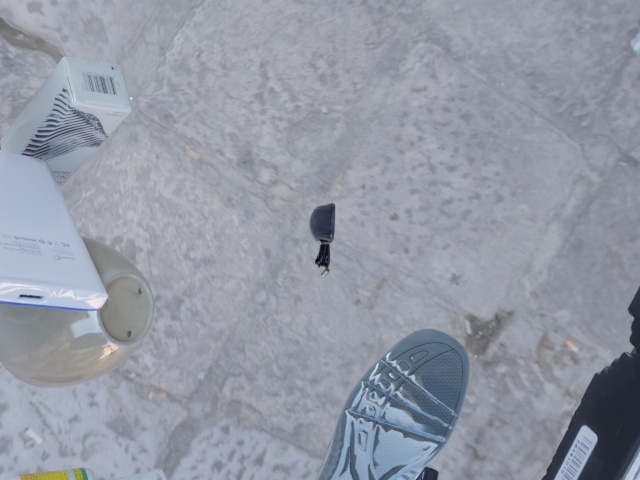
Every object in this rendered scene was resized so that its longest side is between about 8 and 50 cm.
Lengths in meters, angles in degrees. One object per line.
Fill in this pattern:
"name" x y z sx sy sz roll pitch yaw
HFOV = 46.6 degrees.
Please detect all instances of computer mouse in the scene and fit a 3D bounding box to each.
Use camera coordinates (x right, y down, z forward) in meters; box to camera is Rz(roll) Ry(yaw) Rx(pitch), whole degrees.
"computer mouse" 0.000 0.000 1.821 0.060 0.262 0.184 3 90 -1

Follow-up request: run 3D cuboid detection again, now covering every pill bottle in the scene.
"pill bottle" -0.560 0.520 1.472 0.209 0.118 0.117 2 100 -30

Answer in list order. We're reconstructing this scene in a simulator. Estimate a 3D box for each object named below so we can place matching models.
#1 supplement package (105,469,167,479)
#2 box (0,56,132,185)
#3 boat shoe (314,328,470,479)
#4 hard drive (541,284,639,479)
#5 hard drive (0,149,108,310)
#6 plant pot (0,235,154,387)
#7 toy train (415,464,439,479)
"supplement package" -0.330 0.443 1.061 0.244 0.134 0.139 -3 114 -29
"box" -0.444 -0.198 1.284 0.113 0.275 0.094 -1 66 -44
"boat shoe" 0.061 0.244 0.846 0.118 0.103 0.320 28 83 4
"hard drive" 0.333 0.149 0.561 0.339 0.064 0.236 14 106 -29
"hard drive" -0.453 -0.029 1.066 0.210 0.318 0.040 12 122 -46
"plant pot" -0.409 0.120 1.317 0.284 0.191 0.284 12 75 -56
"toy train" 0.103 0.511 1.146 0.142 0.190 0.333 25 65 -23
